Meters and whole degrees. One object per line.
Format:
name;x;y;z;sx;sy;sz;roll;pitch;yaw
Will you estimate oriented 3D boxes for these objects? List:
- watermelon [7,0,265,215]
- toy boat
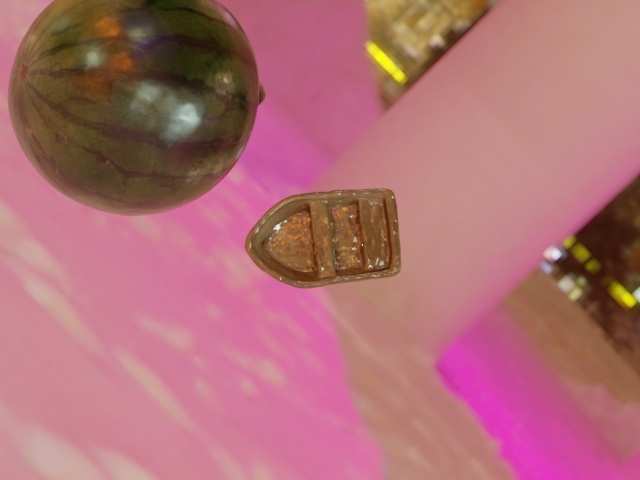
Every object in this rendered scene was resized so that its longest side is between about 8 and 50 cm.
watermelon;-0.132;-0.110;1.324;0.215;0.188;0.188;8;30;-31
toy boat;0.000;0.000;2.082;0.061;0.188;0.116;146;-62;-84
